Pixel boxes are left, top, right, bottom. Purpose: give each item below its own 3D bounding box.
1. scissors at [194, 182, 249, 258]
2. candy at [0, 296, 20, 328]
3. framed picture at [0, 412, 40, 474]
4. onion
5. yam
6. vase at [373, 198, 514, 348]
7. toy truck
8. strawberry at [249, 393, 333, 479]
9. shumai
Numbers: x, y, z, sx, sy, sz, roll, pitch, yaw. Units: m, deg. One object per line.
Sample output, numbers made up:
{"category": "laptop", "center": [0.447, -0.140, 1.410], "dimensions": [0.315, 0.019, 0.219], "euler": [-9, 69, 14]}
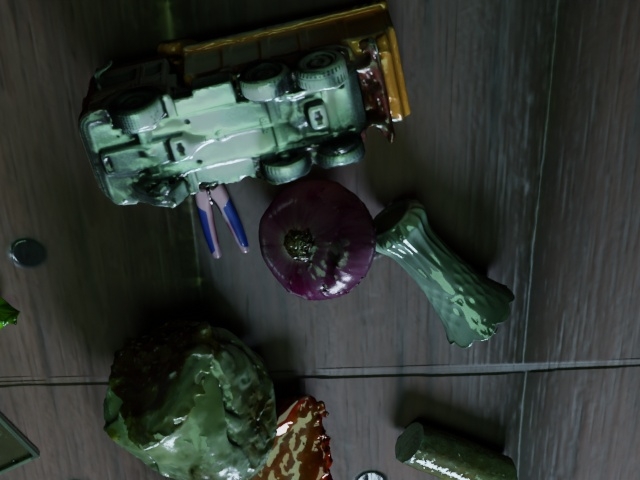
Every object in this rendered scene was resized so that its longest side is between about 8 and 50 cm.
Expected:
{"category": "scissors", "center": [-0.099, -0.030, 1.189], "dimensions": [0.039, 0.012, 0.113], "euler": [-11, 125, 6]}
{"category": "candy", "center": [-0.392, 0.088, 1.257], "dimensions": [0.178, 0.032, 0.102], "euler": [-35, 115, 23]}
{"category": "framed picture", "center": [-0.398, 0.228, 1.369], "dimensions": [0.149, 0.011, 0.109], "euler": [-25, 123, 16]}
{"category": "onion", "center": [0.000, 0.000, 1.165], "dimensions": [0.115, 0.104, 0.115], "euler": [-1, 88, 21]}
{"category": "yam", "center": [0.149, 0.240, 1.365], "dimensions": [0.132, 0.054, 0.054], "euler": [24, 122, -16]}
{"category": "vase", "center": [0.110, 0.026, 1.198], "dimensions": [0.081, 0.081, 0.148], "euler": [-35, 115, 21]}
{"category": "toy truck", "center": [-0.062, -0.118, 1.061], "dimensions": [0.270, 0.135, 0.114], "euler": [-12, 123, 2]}
{"category": "strawberry", "center": [-0.068, 0.253, 1.349], "dimensions": [0.174, 0.098, 0.228], "euler": [12, 104, 8]}
{"category": "shumai", "center": [-0.130, 0.168, 1.230], "dimensions": [0.184, 0.142, 0.184], "euler": [0, 90, 10]}
